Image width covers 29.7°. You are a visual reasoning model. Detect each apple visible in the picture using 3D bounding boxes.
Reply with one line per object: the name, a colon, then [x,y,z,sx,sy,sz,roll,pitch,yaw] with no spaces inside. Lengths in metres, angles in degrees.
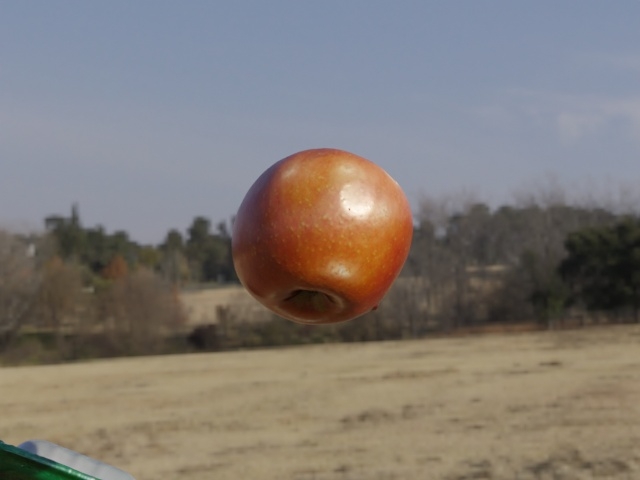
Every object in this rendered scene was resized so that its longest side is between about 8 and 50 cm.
apple: [0.000,0.000,1.068,0.163,0.139,0.163,16,-25,8]

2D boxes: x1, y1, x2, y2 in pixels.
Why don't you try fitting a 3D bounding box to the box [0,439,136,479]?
box: [-0.319,0.370,1.454,0.264,0.337,0.106,21,31,1]
